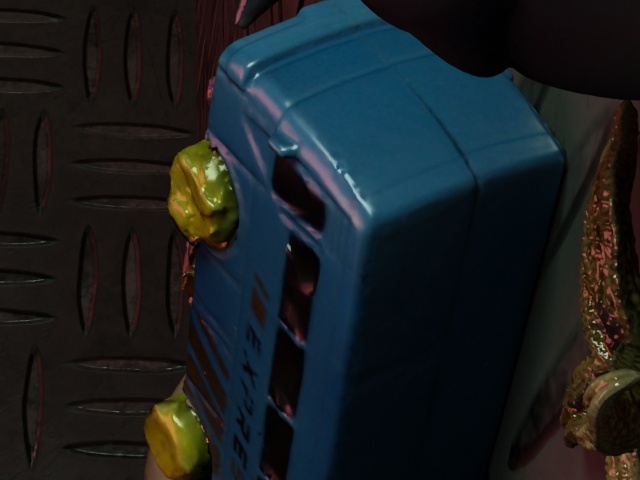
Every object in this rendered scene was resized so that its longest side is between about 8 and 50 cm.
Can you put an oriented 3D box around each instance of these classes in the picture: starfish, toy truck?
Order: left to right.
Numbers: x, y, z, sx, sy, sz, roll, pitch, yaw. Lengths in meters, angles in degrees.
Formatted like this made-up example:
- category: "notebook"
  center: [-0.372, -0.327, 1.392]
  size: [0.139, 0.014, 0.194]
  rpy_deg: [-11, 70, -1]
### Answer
- category: "toy truck"
  center: [0.014, 0.057, 0.936]
  size: [0.162, 0.161, 0.385]
  rpy_deg: [44, 140, 36]
- category: "starfish"
  center: [0.115, 0.054, 0.676]
  size: [0.217, 0.050, 0.223]
  rpy_deg: [103, 179, -78]

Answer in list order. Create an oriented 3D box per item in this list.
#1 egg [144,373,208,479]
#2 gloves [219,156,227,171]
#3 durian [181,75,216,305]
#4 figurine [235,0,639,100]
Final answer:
- category: "egg"
  center: [-0.043, 0.160, 1.306]
  size: [0.264, 0.174, 0.286]
  rpy_deg: [-102, 19, -45]
- category: "gloves"
  center: [-0.001, 0.011, 1.117]
  size: [0.131, 0.140, 0.219]
  rpy_deg: [-105, 2, -46]
- category: "durian"
  center: [-0.042, -0.042, 1.314]
  size: [0.341, 0.112, 0.191]
  rpy_deg: [-130, 47, -84]
- category: "figurine"
  center: [0.078, -0.134, 0.500]
  size: [0.265, 0.197, 0.175]
  rpy_deg: [-60, -22, -62]
